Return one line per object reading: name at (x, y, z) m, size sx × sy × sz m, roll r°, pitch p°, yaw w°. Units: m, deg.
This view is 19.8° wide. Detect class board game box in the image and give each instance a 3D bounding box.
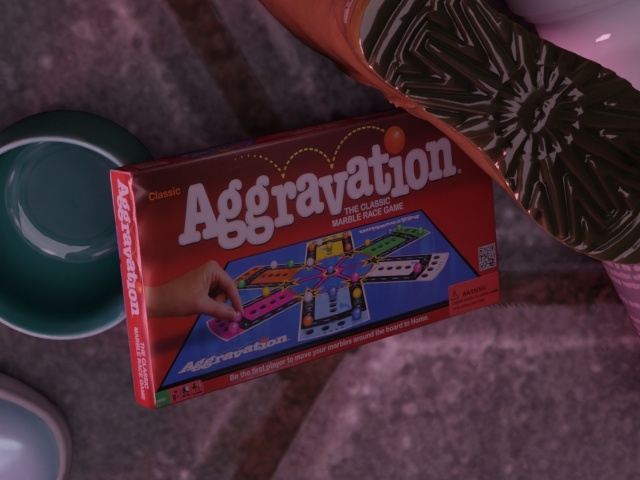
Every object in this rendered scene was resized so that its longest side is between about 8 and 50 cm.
board game box at (0.000, 0.000, 1.151) m, size 0.281 × 0.027 × 0.145 m, roll -15°, pitch 106°, yaw -36°

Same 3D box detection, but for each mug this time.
mug at (-0.156, -0.003, 1.143) m, size 0.129 × 0.097 × 0.157 m, roll -11°, pitch 109°, yaw 3°

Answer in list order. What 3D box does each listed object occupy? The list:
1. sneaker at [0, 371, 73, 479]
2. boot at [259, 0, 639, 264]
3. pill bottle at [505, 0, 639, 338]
sneaker at (-0.333, 0.152, 1.122) m, size 0.366 × 0.150 × 0.135 m, roll -1°, pitch 103°, yaw -11°
boot at (0.080, -0.099, 1.085) m, size 0.236 × 0.269 × 0.089 m, roll 40°, pitch 91°, yaw -18°
pill bottle at (0.257, -0.061, 1.156) m, size 0.210 × 0.210 × 0.363 m, roll -30°, pitch 106°, yaw -3°
